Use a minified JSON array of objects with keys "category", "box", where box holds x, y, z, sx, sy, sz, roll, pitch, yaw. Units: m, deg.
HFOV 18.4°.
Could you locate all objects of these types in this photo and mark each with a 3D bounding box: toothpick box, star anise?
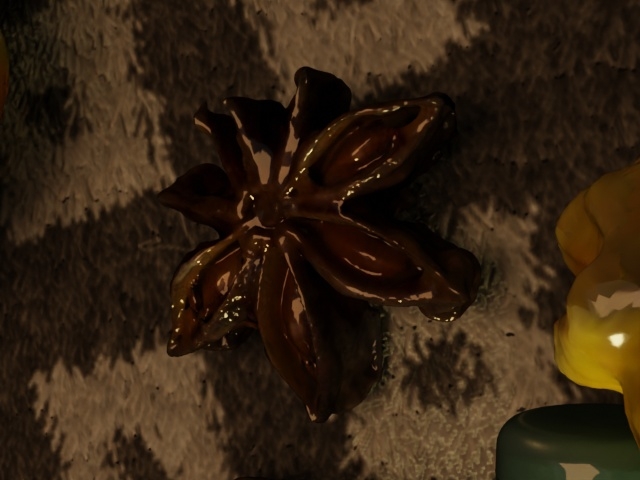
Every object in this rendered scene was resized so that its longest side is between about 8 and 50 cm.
[{"category":"toothpick box","box":[0.152,0.185,1.048,0.120,0.120,0.184,6,99,37]},{"category":"star anise","box":[0.006,-0.001,1.169,0.220,0.099,0.214,6,109,32]}]

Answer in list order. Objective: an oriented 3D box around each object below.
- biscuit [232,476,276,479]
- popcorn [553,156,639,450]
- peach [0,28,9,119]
[{"category":"biscuit","box":[0.018,0.264,1.131,0.291,0.062,0.237,1,93,63]},{"category":"popcorn","box":[0.265,0.038,0.889,0.316,0.281,0.297,-14,61,7]},{"category":"peach","box":[-0.394,-0.103,1.310,0.370,0.370,0.370,2,93,37]}]
